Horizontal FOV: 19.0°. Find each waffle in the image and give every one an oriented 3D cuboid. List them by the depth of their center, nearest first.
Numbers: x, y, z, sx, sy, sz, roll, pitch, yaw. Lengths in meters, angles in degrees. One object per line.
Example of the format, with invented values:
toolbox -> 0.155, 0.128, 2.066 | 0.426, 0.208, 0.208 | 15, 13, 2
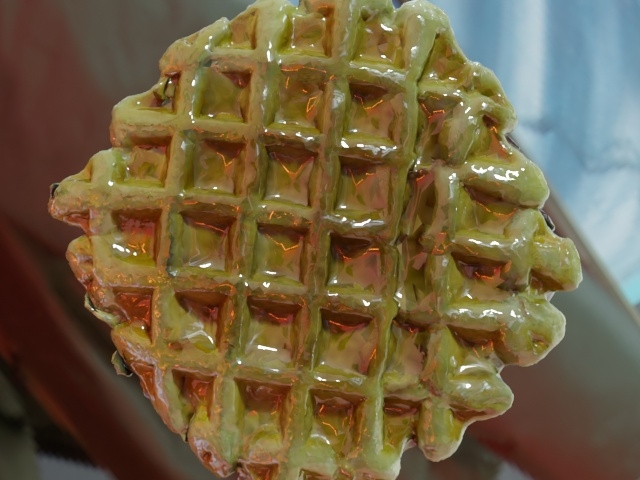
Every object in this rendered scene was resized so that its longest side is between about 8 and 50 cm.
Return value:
waffle -> 0.000, 0.000, 0.822 | 0.208, 0.214, 0.054 | -37, -4, -7
